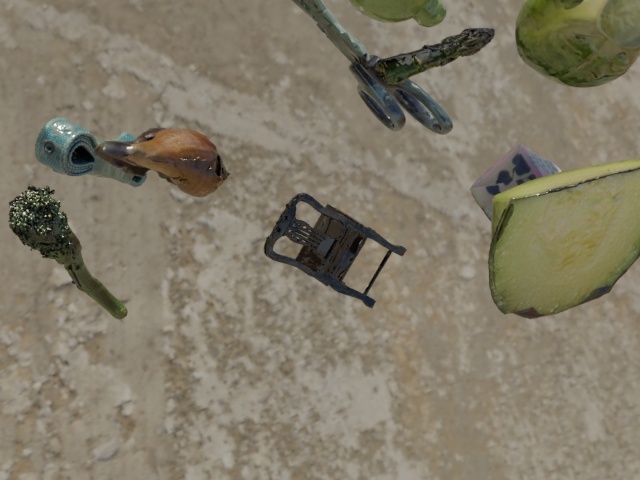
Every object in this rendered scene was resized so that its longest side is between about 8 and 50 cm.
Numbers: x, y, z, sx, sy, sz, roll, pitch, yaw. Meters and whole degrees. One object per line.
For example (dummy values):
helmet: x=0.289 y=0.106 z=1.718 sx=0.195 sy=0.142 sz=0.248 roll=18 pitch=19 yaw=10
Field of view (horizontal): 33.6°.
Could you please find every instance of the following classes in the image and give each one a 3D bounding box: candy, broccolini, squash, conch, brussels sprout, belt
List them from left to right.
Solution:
broccolini: x=-0.230 y=0.024 z=0.996 sx=0.054 sy=0.239 sz=0.051 roll=30 pitch=70 yaw=22
belt: x=-0.367 y=-0.145 z=1.762 sx=0.087 sy=0.072 sz=0.302 roll=-71 pitch=163 yaw=5
conch: x=-0.187 y=-0.106 z=1.312 sx=0.233 sy=0.086 sz=0.080 roll=19 pitch=74 yaw=-43
candy: x=0.256 y=-0.053 z=1.308 sx=0.073 sy=0.092 sz=0.160 roll=57 pitch=21 yaw=23
squash: x=0.231 y=-0.013 z=1.048 sx=0.192 sy=0.184 sz=0.085 roll=-13 pitch=46 yaw=-17
brussels sprout: x=0.285 y=-0.223 z=1.136 sx=0.155 sy=0.155 sz=0.117 roll=-7 pitch=101 yaw=-51

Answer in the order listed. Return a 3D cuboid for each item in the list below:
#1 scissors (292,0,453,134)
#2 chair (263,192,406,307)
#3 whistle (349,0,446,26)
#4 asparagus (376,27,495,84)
scissors: x=0.025 y=-0.292 z=1.514 sx=0.029 sy=0.256 sz=0.383 roll=-47 pitch=106 yaw=-6
chair: x=0.000 y=0.000 z=1.490 sx=0.229 sy=0.113 sz=0.106 roll=29 pitch=91 yaw=-37
whistle: x=0.053 y=-0.321 z=1.064 sx=0.131 sy=0.106 sz=0.288 roll=38 pitch=-13 yaw=35
asparagus: x=0.137 y=-0.216 z=1.216 sx=0.165 sy=0.036 sz=0.030 roll=-25 pitch=127 yaw=-25
